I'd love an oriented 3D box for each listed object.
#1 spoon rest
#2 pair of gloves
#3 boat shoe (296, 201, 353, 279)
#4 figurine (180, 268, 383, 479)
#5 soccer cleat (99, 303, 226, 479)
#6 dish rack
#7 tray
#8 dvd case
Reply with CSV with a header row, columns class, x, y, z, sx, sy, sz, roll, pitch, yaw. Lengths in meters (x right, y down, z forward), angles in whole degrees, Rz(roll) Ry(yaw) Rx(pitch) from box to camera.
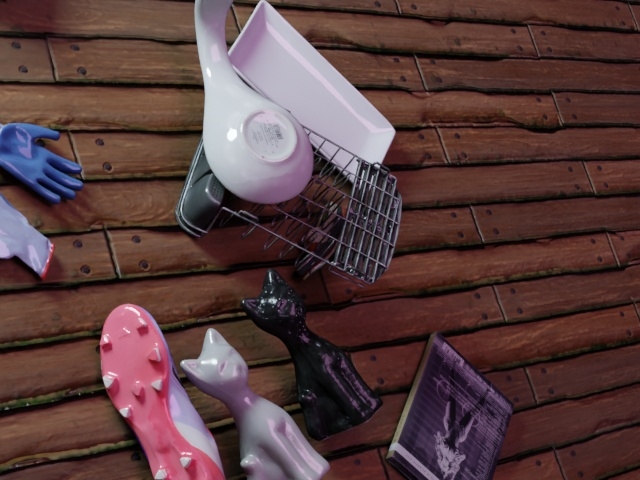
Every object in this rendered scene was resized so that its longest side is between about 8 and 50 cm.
class,x,y,z,sx,sy,sz,roll,pitch,yaw
spoon rest,-0.094,-0.170,1.779,0.137,0.084,0.276,-11,75,-26
pair of gloves,-0.342,-0.058,1.602,0.159,0.023,0.198,35,49,-28
boat shoe,0.000,0.000,1.879,0.043,0.049,0.137,44,45,-8
figurine,-0.053,0.166,1.692,0.209,0.092,0.215,57,43,-11
soccer cleat,-0.171,0.188,1.603,0.248,0.083,0.095,65,11,13
dish rack,-0.028,-0.055,1.825,0.271,0.074,0.208,27,52,-15
tray,-0.016,-0.190,1.982,0.270,0.030,0.145,43,44,-18
dvd case,0.175,0.252,1.932,0.164,0.018,0.221,43,44,-19
